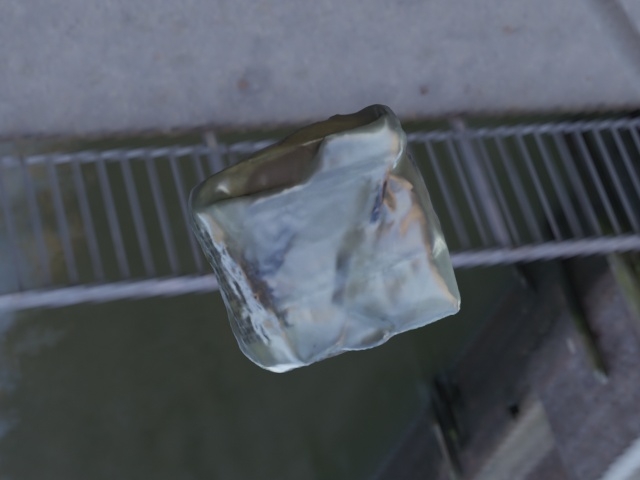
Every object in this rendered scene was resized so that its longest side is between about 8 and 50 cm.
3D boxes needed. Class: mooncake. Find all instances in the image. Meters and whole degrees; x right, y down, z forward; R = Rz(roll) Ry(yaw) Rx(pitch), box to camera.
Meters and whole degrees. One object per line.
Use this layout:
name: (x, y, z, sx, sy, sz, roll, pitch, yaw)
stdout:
mooncake: (0.000, 0.000, 0.856, 0.130, 0.125, 0.073, -20, -175, -6)
